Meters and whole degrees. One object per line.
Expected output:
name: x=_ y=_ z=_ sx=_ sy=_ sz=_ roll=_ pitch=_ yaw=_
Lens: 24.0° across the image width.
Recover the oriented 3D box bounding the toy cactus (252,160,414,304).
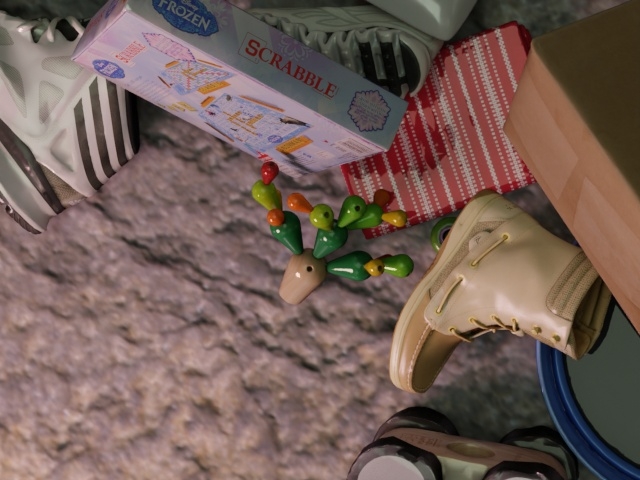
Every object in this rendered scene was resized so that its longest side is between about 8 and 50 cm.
toy cactus: x=0.000 y=0.000 z=1.830 sx=0.219 sy=0.112 sz=0.180 roll=23 pitch=128 yaw=-15

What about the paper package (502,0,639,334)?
paper package: x=0.411 y=-0.102 z=1.659 sx=0.309 sy=0.168 sz=0.325 roll=-22 pitch=63 yaw=-18

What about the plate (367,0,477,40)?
plate: x=0.103 y=-0.408 z=1.820 sx=0.278 sy=0.045 sz=0.277 roll=30 pitch=68 yaw=10

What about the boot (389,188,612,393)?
boot: x=0.210 y=0.097 z=1.745 sx=0.203 sy=0.095 sz=0.262 roll=32 pitch=97 yaw=32

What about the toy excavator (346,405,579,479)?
toy excavator: x=0.072 y=0.428 z=1.764 sx=0.433 sy=0.222 sz=0.445 roll=9 pitch=97 yaw=11

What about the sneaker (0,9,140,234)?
sneaker: x=-0.384 y=-0.256 z=1.904 sx=0.257 sy=0.169 sz=0.447 roll=-34 pitch=90 yaw=-3

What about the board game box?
board game box: x=-0.102 y=-0.182 z=1.703 sx=0.318 sy=0.319 sz=0.066 roll=27 pitch=78 yaw=-17

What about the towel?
towel: x=0.153 y=-0.135 z=1.859 sx=0.275 sy=0.031 sz=0.199 roll=-19 pitch=86 yaw=9

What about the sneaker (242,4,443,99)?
sneaker: x=0.014 y=-0.241 z=1.854 sx=0.292 sy=0.118 sz=0.110 roll=11 pitch=129 yaw=26

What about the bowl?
bowl: x=0.450 y=0.125 z=1.774 sx=0.391 sy=0.077 sz=0.391 roll=0 pitch=87 yaw=9

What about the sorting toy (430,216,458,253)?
sorting toy: x=0.184 y=-0.002 z=1.839 sx=0.102 sy=0.042 sz=0.061 roll=16 pitch=89 yaw=10
